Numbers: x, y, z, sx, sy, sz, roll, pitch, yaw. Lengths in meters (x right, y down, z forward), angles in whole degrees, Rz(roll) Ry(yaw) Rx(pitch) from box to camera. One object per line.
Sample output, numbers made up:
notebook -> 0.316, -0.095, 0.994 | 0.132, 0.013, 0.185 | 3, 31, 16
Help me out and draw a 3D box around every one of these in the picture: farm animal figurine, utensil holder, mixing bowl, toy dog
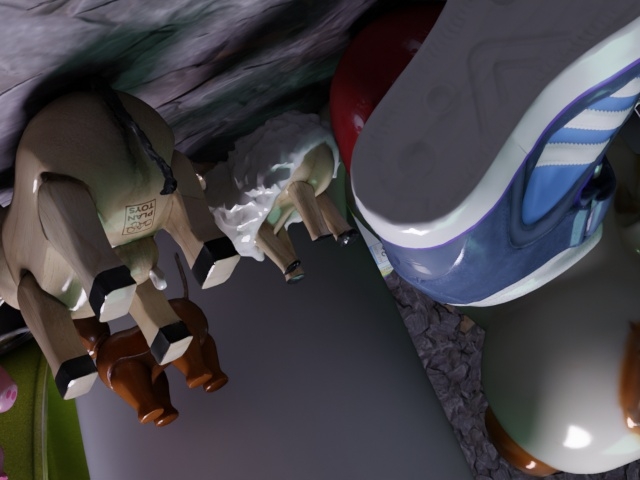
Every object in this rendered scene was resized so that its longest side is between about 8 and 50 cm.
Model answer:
farm animal figurine -> -0.183, 0.021, 0.717 | 0.330, 0.172, 0.327 | -8, 150, -50
utensil holder -> -0.053, 0.172, 1.015 | 0.327, 0.386, 0.328 | -15, 144, -11
mixing bowl -> 0.073, -0.106, 0.845 | 0.181, 0.098, 0.181 | -26, 139, -24
toy dog -> 0.203, 0.003, 1.020 | 0.284, 0.408, 0.395 | -32, 173, 37

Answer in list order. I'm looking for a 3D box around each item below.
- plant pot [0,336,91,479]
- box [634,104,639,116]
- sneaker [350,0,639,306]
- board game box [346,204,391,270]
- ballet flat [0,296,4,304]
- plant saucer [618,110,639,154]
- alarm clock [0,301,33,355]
plant pot -> -0.410, 0.291, 1.171 | 0.352, 0.367, 0.366 | -8, 174, -2
box -> 0.405, -0.212, 1.325 | 0.077, 0.147, 0.180 | -39, 168, 37
sneaker -> 0.163, -0.095, 0.771 | 0.323, 0.130, 0.236 | -50, 153, 0
board game box -> 0.000, 0.000, 1.393 | 0.142, 0.144, 0.275 | -24, 175, -2
ballet flat -> -0.268, 0.034, 0.919 | 0.168, 0.057, 0.052 | -28, -176, 12
plant saucer -> 0.280, -0.119, 1.418 | 0.400, 0.101, 0.400 | -13, -157, 6
alarm clock -> -0.344, 0.093, 1.053 | 0.192, 0.064, 0.129 | -32, 173, 23
